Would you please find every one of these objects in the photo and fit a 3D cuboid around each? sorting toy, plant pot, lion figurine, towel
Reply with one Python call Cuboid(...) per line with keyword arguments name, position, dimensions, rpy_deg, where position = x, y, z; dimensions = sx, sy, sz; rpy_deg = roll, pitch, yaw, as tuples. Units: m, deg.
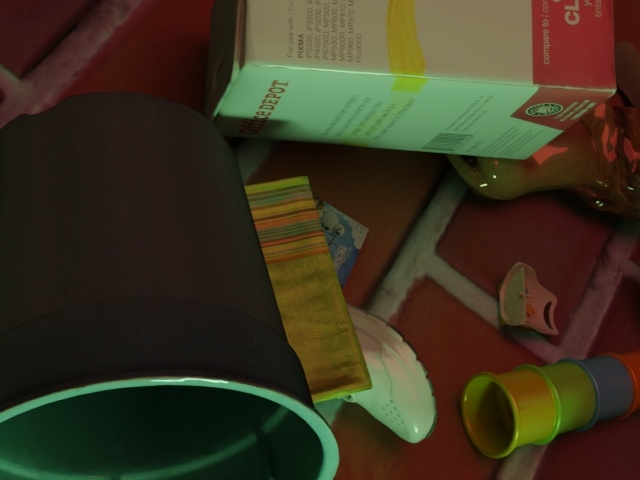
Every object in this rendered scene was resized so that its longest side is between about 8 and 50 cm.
Cuboid(name="sorting toy", position=(0.250, 0.080, 1.622), dimensions=(0.075, 0.045, 0.083), rpy_deg=(21, 53, -25))
Cuboid(name="plant pot", position=(-0.177, 0.070, 1.229), dimensions=(0.341, 0.341, 0.334), rpy_deg=(8, 51, -24))
Cuboid(name="lion figurine", position=(0.279, -0.113, 1.712), dimensions=(0.392, 0.142, 0.240), rpy_deg=(-9, 74, -17))
Cuboid(name="towel", position=(-0.028, 0.049, 1.392), dimensions=(0.102, 0.021, 0.237), rpy_deg=(-13, 72, -14))

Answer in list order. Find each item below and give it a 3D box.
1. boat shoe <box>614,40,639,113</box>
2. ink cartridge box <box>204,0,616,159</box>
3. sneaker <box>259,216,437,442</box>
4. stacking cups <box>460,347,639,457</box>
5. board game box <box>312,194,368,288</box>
Cuboid(name="boat shoe", position=(0.438, -0.215, 1.900), dimensions=(0.042, 0.049, 0.133), rpy_deg=(19, 42, -53))
Cuboid(name="ink cartridge box", position=(0.082, -0.204, 1.476), dimensions=(0.385, 0.279, 0.160), rpy_deg=(3, 80, -11))
Cuboid(name="sneaker", position=(-0.007, 0.112, 1.437), dimensions=(0.297, 0.111, 0.129), rpy_deg=(41, 63, 8))
Cuboid(name="stacking cups", position=(0.311, 0.171, 1.562), dimensions=(0.316, 0.096, 0.096), rpy_deg=(-7, 66, -31))
Cuboid(name="board game box", position=(0.000, 0.000, 1.545), dimensions=(0.090, 0.020, 0.090), rpy_deg=(32, 52, -10))
